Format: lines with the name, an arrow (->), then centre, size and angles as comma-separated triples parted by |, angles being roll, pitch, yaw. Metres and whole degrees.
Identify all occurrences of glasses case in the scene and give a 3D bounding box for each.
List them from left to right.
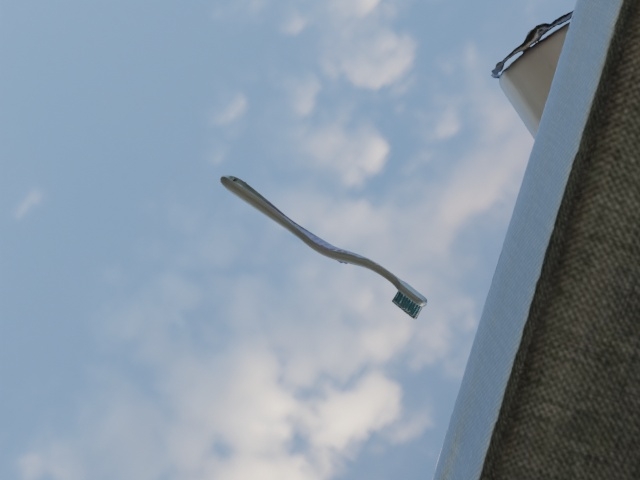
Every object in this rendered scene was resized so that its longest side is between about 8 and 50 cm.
glasses case -> 0.081, -0.021, 0.341 | 0.047, 0.070, 0.205 | -109, -146, -78

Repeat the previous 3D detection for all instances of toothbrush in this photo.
toothbrush -> 0.000, 0.000, 0.869 | 0.131, 0.011, 0.013 | 34, -71, 24

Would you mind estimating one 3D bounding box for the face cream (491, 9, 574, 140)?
face cream -> 0.163, 0.011, 0.760 | 0.092, 0.058, 0.244 | -40, -101, 44
